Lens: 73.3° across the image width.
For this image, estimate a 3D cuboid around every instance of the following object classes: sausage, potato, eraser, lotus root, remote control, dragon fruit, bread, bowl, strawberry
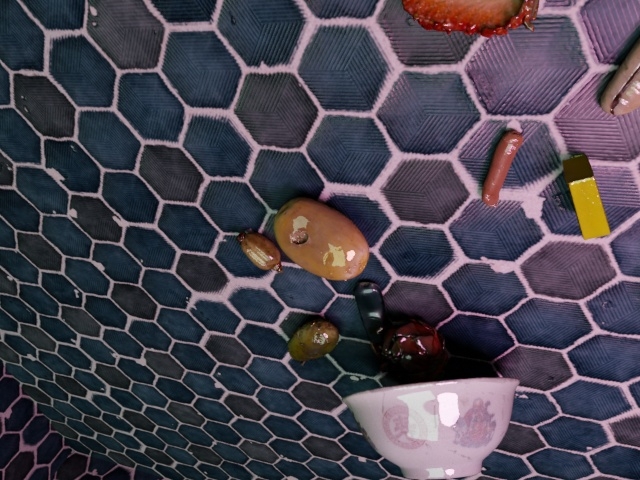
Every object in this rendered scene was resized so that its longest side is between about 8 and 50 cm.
[{"bbox_3d":[0.338,-0.132,0.813,0.042,0.036,0.157,38,139,37],"label":"sausage"},{"bbox_3d":[-0.028,0.293,1.237,0.118,0.090,0.225,30,137,-11],"label":"potato"},{"bbox_3d":[0.470,-0.078,0.766,0.045,0.097,0.122,-16,118,32],"label":"eraser"},{"bbox_3d":[-0.147,0.030,1.099,0.072,0.063,0.152,-44,97,11],"label":"lotus root"},{"bbox_3d":[0.139,0.198,1.133,0.072,0.042,0.221,-5,124,20],"label":"remote control"},{"bbox_3d":[0.231,0.283,1.083,0.183,0.182,0.188,-4,154,23],"label":"dragon fruit"},{"bbox_3d":[0.502,-0.279,0.632,0.073,0.053,0.214,27,131,4],"label":"bread"},{"bbox_3d":[0.276,0.460,1.047,0.436,0.195,0.434,-4,157,-2],"label":"bowl"},{"bbox_3d":[0.000,0.000,0.975,0.234,0.146,0.150,36,86,8],"label":"potato"},{"bbox_3d":[0.239,-0.389,0.640,0.208,0.087,0.167,27,114,32],"label":"strawberry"}]
